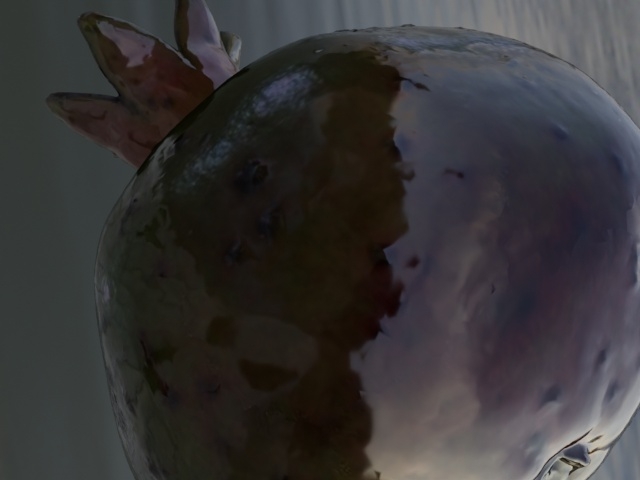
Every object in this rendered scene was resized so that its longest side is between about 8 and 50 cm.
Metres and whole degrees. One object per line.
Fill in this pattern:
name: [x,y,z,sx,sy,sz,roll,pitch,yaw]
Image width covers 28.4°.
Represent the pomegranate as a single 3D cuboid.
pomegranate: [0.001,0.024,0.627,0.291,0.323,0.290,-27,126,-44]
